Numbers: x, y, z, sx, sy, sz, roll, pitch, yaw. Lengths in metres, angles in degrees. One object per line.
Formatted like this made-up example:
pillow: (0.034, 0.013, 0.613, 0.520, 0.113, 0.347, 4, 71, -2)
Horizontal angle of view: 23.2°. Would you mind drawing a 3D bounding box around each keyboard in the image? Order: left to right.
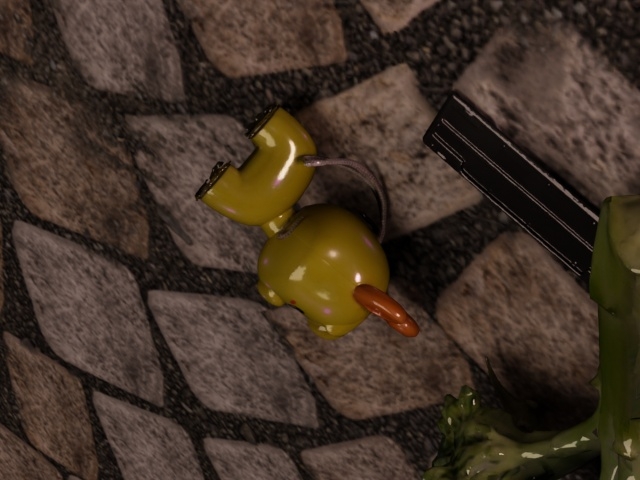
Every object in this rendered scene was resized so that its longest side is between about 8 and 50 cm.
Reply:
keyboard: (0.163, -0.029, 1.181, 0.202, 0.011, 0.067, 41, 143, 8)

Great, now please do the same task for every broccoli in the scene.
broccoli: (0.279, 0.181, 1.134, 0.353, 0.275, 0.397, 28, 123, -2)

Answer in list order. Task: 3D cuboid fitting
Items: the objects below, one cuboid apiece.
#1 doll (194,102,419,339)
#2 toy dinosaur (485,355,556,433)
doll: (0.000, 0.000, 1.302, 0.221, 0.135, 0.143, 44, 177, -5)
toy dinosaur: (0.171, 0.145, 1.325, 0.041, 0.026, 0.113, 23, 151, 57)
